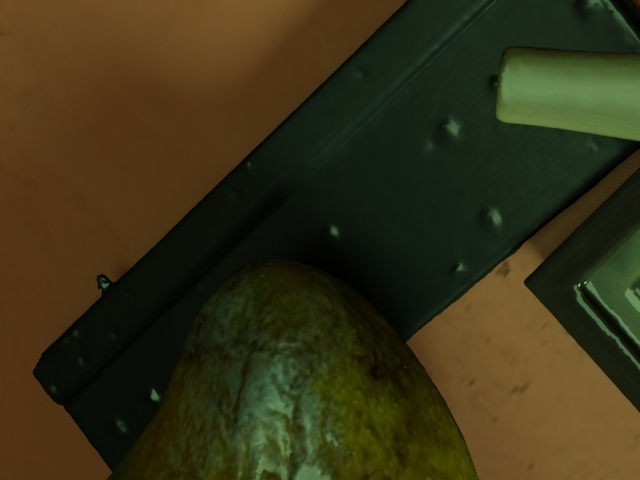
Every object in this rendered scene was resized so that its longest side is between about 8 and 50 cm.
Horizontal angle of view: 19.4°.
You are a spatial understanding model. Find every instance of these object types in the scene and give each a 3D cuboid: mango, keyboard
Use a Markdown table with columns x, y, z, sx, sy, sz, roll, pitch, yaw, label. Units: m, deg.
| x | y | z | sx | sy | sz | roll | pitch | yaw | label |
| --- | --- | --- | --- | --- | --- | --- | --- | --- | --- |
| -0.025 | 0.162 | 0.702 | 0.193 | 0.146 | 0.316 | 20 | 105 | 21 | mango |
| 0.000 | 0.000 | 0.702 | 0.101 | 0.018 | 0.310 | 51 | 124 | 5 | keyboard |

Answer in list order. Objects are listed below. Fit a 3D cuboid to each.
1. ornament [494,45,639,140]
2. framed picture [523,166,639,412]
| x | y | z | sx | sy | sz | roll | pitch | yaw | label |
| --- | --- | --- | --- | --- | --- | --- | --- | --- | --- |
| 0.171 | -0.067 | 0.523 | 0.245 | 0.061 | 0.230 | 9 | 98 | 10 | ornament |
| 0.163 | 0.007 | 0.602 | 0.128 | 0.023 | 0.168 | 48 | 123 | 8 | framed picture |
